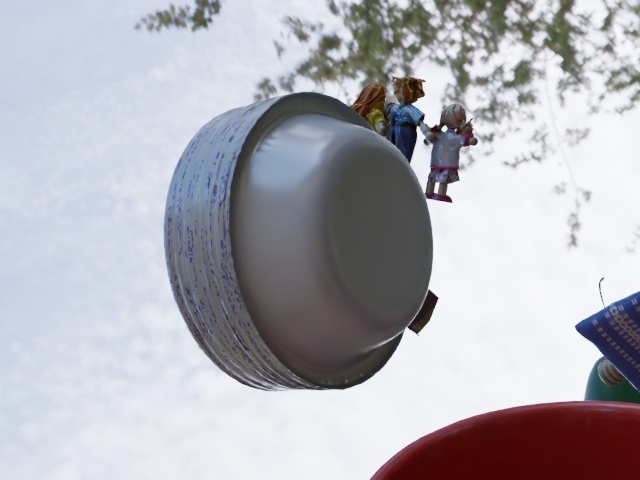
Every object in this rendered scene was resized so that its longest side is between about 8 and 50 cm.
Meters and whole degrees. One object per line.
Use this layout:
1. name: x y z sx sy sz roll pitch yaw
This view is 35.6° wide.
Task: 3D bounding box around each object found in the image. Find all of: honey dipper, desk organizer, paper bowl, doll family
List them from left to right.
1. paper bowl: 0.000 0.000 0.948 0.148 0.284 0.284 -7 -40 39
2. desk organizer: 0.082 0.048 1.174 0.050 0.130 0.047 -47 -22 2
3. doll family: 0.104 -0.149 1.415 0.118 0.263 0.163 8 -86 -29
4. honey dipper: 0.355 0.105 1.048 0.030 0.030 0.160 13 -40 -25

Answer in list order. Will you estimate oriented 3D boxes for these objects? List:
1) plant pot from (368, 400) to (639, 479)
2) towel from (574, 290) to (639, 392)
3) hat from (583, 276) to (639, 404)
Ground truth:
1. plant pot: 0.155 0.256 0.552 0.275 0.275 0.243 -8 -71 -11
2. towel: 0.395 0.066 0.726 0.336 0.040 0.243 -29 -55 30
3. hat: 0.443 0.180 1.468 0.173 0.208 0.183 -15 -73 -31
